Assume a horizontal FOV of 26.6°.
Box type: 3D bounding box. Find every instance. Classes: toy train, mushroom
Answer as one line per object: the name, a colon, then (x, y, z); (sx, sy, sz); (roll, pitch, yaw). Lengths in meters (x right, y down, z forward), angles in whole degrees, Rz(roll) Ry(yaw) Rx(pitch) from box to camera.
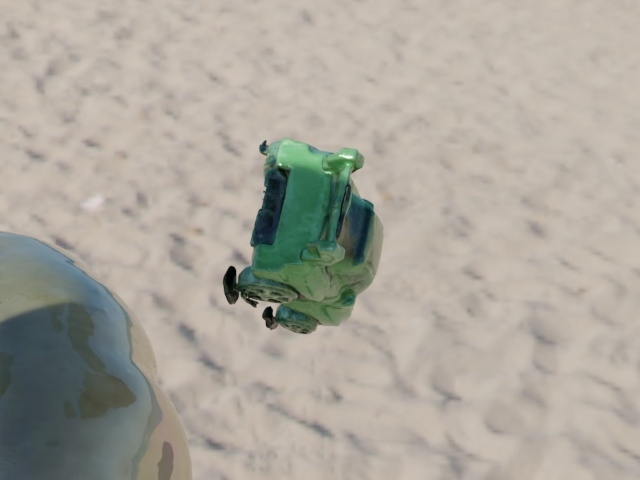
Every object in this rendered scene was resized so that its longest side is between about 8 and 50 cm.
toy train: (0.000, 0.000, 0.781); (0.081, 0.099, 0.149); (6, -18, 21)
mushroom: (-0.226, 0.189, 0.897); (0.353, 0.353, 0.325); (1, 25, 0)
